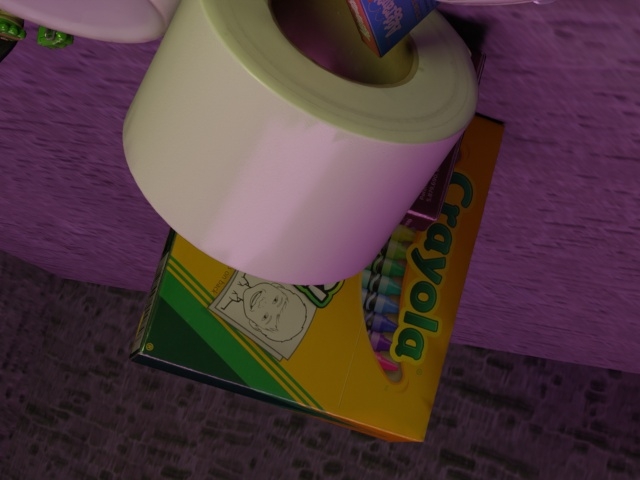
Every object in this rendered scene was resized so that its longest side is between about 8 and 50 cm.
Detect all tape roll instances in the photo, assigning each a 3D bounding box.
[{"bbox_3d":[-0.017,-0.109,1.144,0.246,0.246,0.169,19,131,-15],"label":"tape roll"}]

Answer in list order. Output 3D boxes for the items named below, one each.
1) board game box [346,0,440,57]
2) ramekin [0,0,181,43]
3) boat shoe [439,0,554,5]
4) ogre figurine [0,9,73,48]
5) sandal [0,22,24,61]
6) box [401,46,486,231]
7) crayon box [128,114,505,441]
[{"bbox_3d":[0.064,-0.230,0.954,0.027,0.145,0.281,46,177,18],"label":"board game box"},{"bbox_3d":[-0.207,-0.264,1.174,0.272,0.127,0.273,15,169,3],"label":"ramekin"},{"bbox_3d":[0.197,-0.207,0.855,0.320,0.118,0.103,-15,164,29],"label":"boat shoe"},{"bbox_3d":[-0.305,-0.253,1.352,0.096,0.118,0.197,18,177,-41],"label":"ogre figurine"},{"bbox_3d":[-0.524,-0.274,1.440,0.445,0.168,0.107,19,172,-9],"label":"sandal"},{"bbox_3d":[0.035,-0.118,1.374,0.203,0.167,0.168,17,178,1],"label":"box"},{"bbox_3d":[0.000,0.000,1.530,0.313,0.363,0.106,18,168,-10],"label":"crayon box"}]
